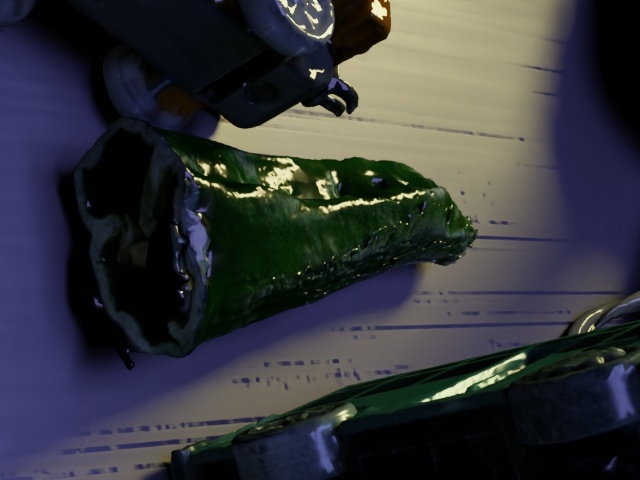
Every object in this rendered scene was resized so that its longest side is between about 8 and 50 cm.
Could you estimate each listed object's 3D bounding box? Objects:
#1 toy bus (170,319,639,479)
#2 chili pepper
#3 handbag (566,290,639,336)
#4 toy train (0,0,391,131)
[{"bbox_3d":[0.088,0.094,0.542,0.147,0.256,0.128,-18,90,-52],"label":"toy bus"},{"bbox_3d":[0.000,0.000,0.634,0.227,0.059,0.088,-1,83,-53],"label":"chili pepper"},{"bbox_3d":[0.281,0.062,0.791,0.315,0.109,0.241,13,34,-11],"label":"handbag"},{"bbox_3d":[-0.061,-0.122,0.583,0.219,0.089,0.127,34,43,-35],"label":"toy train"}]
